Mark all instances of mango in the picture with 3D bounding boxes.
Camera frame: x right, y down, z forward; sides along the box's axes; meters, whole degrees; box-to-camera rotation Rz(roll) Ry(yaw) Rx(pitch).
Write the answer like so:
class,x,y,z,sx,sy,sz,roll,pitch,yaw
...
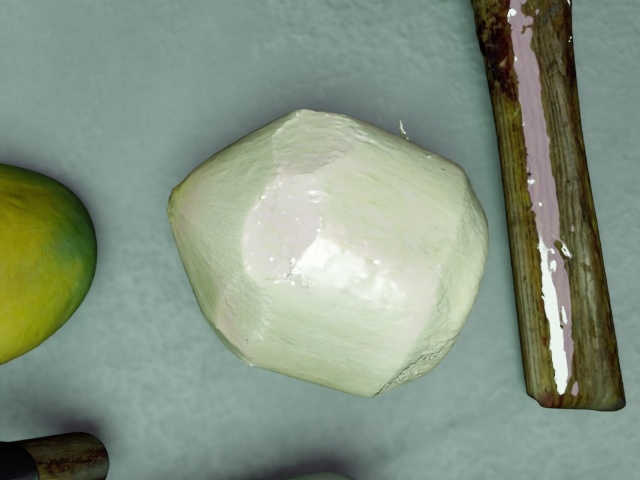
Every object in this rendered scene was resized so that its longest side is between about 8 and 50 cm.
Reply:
class,x,y,z,sx,sy,sz,roll,pitch,yaw
mango,-0.195,0.009,0.500,0.130,0.195,0.092,27,112,0

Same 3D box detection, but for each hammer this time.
class,x,y,z,sx,sy,sz,roll,pitch,yaw
hammer,0.140,-0.084,0.610,0.242,0.095,0.409,-8,92,-16

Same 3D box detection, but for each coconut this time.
class,x,y,z,sx,sy,sz,roll,pitch,yaw
coconut,0.000,0.000,0.540,0.182,0.171,0.171,25,78,-6

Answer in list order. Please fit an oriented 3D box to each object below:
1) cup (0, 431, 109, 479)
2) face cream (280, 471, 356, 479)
class,x,y,z,sx,sy,sz,roll,pitch,yaw
cup,-0.252,0.114,0.472,0.239,0.177,0.166,-28,85,-12
face cream,-0.128,0.203,0.461,0.336,0.163,0.080,-13,86,-21
